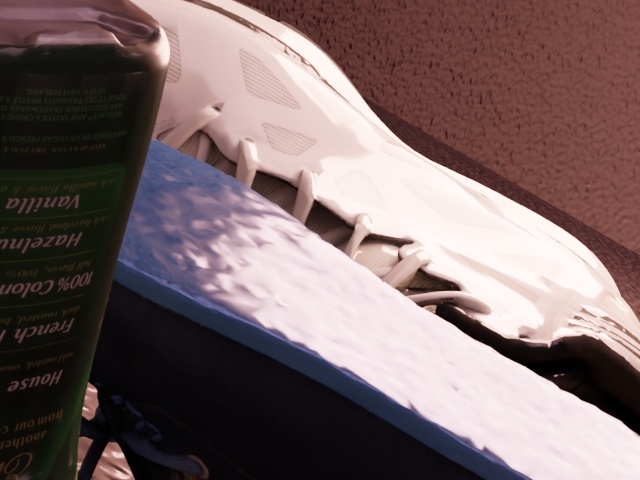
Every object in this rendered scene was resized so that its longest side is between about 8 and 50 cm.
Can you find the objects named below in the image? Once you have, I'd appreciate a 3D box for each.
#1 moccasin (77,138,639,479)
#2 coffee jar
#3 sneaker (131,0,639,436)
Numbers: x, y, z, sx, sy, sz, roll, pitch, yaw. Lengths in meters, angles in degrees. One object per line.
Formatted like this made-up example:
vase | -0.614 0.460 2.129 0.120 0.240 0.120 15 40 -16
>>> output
moccasin | -0.031 0.064 0.598 0.342 0.116 0.138 34 23 14
coffee jar | -0.101 0.017 0.442 0.079 0.184 0.096 -6 29 -40
sneaker | 0.001 -0.001 0.836 0.448 0.169 0.257 26 7 -13
